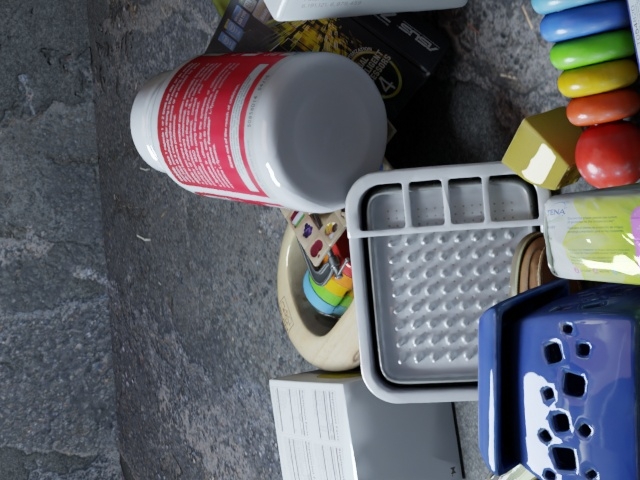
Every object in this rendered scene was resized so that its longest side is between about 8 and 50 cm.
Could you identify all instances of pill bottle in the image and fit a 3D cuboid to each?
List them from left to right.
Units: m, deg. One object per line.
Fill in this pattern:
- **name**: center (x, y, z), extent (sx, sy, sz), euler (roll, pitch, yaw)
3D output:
- **pill bottle**: center (-0.110, -0.171, 1.829), extent (0.408, 0.229, 0.229), euler (10, 107, 50)

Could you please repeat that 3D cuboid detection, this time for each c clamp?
- **c clamp**: center (0.000, 0.000, 1.883), extent (0.160, 0.022, 0.137), euler (66, 153, 26)

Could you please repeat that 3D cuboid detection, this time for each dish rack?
- **dish rack**: center (0.190, 0.058, 1.706), extent (0.072, 0.286, 0.332), euler (-31, -64, -77)

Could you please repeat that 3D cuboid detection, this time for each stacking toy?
- **stacking toy**: center (0.328, -0.223, 1.465), extent (0.141, 0.141, 0.330), euler (1, 103, 61)

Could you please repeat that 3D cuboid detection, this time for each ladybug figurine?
- **ladybug figurine**: center (0.064, 0.043, 1.964), extent (0.449, 0.162, 0.305), euler (-52, 52, 53)

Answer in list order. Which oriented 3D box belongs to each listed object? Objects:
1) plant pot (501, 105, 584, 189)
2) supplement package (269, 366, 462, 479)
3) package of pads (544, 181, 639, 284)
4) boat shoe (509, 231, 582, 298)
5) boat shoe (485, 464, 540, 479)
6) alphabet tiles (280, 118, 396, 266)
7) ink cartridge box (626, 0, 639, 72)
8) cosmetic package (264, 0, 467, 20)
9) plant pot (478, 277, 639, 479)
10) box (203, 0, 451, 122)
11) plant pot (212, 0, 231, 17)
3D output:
- **plant pot**: center (0.306, -0.114, 1.586), extent (0.083, 0.081, 0.081), euler (49, 140, 26)
- **supplement package**: center (0.070, 0.311, 2.001), extent (0.263, 0.199, 0.198), euler (-9, 90, 62)
- **package of pads**: center (0.405, -0.014, 1.269), extent (0.296, 0.229, 0.101), euler (0, 98, 62)
- **boat shoe**: center (0.331, 0.138, 1.591), extent (0.104, 0.111, 0.307), euler (10, 116, 56)
- **boat shoe**: center (0.286, 0.336, 1.751), extent (0.223, 0.080, 0.073), euler (-53, 47, 46)
- **alphabet tiles**: center (0.021, -0.110, 1.842), extent (0.237, 0.009, 0.198), euler (-53, 43, 21)
- **ink cartridge box**: center (0.407, -0.194, 1.292), extent (0.224, 0.045, 0.223), euler (155, 105, -82)
- **cosmetic package**: center (0.069, -0.554, 1.631), extent (0.329, 0.327, 0.393), euler (64, 148, 29)
- **plant pot**: center (0.314, 0.165, 1.413), extent (0.212, 0.236, 0.236), euler (4, 102, 34)
- **box**: center (-0.015, -0.276, 1.936), extent (0.318, 0.097, 0.395), euler (39, 144, -2)
- **plant pot**: center (-0.087, -0.453, 2.049), extent (0.275, 0.275, 0.293), euler (32, 141, 54)
